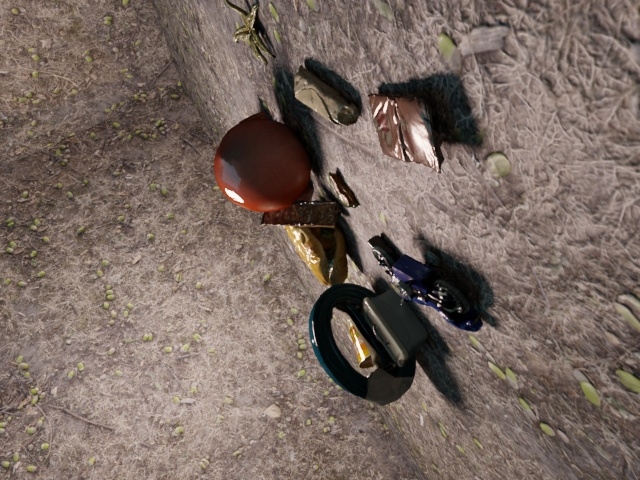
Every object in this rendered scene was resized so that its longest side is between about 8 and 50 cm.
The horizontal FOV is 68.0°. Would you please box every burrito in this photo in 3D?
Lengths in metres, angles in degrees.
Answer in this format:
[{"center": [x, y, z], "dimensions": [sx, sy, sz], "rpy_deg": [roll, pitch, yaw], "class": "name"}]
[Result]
[{"center": [0.003, -0.347, 1.154], "dimensions": [0.275, 0.059, 0.082], "rpy_deg": [49, 149, 42], "class": "burrito"}]

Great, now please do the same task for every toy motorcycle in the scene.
[{"center": [0.243, 0.111, 1.123], "dimensions": [0.315, 0.113, 0.169], "rpy_deg": [32, 161, 50], "class": "toy motorcycle"}]

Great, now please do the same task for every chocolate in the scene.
[{"center": [-0.070, -0.088, 1.660], "dimensions": [0.329, 0.103, 0.065], "rpy_deg": [2, 159, 36], "class": "chocolate"}]

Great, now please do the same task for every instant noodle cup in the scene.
[{"center": [0.192, 0.386, 1.886], "dimensions": [0.168, 0.168, 0.185], "rpy_deg": [80, 167, -58], "class": "instant noodle cup"}]

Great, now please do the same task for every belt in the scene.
[{"center": [0.137, 0.358, 1.650], "dimensions": [0.437, 0.300, 0.173], "rpy_deg": [54, 167, 12], "class": "belt"}]

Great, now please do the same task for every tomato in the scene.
[{"center": [-0.202, -0.255, 1.591], "dimensions": [0.322, 0.321, 0.321], "rpy_deg": [56, 167, 19], "class": "tomato"}]

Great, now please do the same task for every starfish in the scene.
[{"center": [-0.205, -0.623, 1.395], "dimensions": [0.223, 0.050, 0.217], "rpy_deg": [51, 164, -10], "class": "starfish"}]

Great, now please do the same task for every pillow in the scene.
[{"center": [0.155, -0.207, 0.873], "dimensions": [0.135, 0.049, 0.248], "rpy_deg": [67, 171, -23], "class": "pillow"}]

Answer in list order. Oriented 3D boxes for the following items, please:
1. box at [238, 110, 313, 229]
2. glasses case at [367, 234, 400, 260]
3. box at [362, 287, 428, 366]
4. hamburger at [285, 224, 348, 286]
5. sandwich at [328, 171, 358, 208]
[{"center": [-0.188, -0.276, 1.961], "dimensions": [0.385, 0.122, 0.344], "rpy_deg": [58, 167, 10], "class": "box"}, {"center": [0.203, 0.066, 1.327], "dimensions": [0.191, 0.042, 0.072], "rpy_deg": [52, 173, 36], "class": "glasses case"}, {"center": [0.228, 0.271, 1.493], "dimensions": [0.227, 0.130, 0.162], "rpy_deg": [54, 166, 25], "class": "box"}, {"center": [-0.002, 0.000, 1.743], "dimensions": [0.330, 0.162, 0.209], "rpy_deg": [59, 166, 17], "class": "hamburger"}, {"center": [0.067, -0.144, 1.429], "dimensions": [0.135, 0.029, 0.067], "rpy_deg": [56, 168, 18], "class": "sandwich"}]
